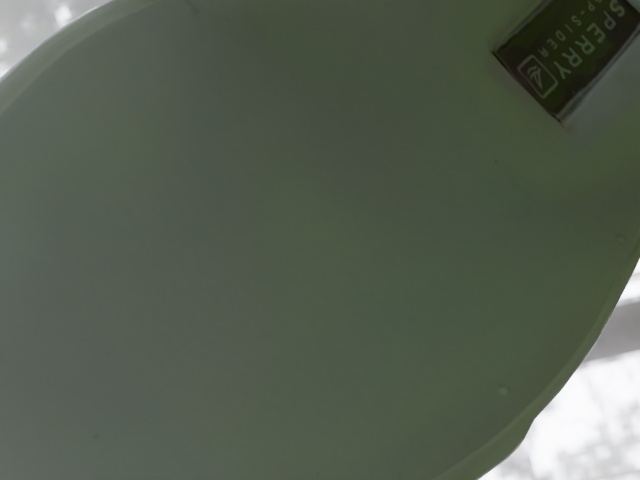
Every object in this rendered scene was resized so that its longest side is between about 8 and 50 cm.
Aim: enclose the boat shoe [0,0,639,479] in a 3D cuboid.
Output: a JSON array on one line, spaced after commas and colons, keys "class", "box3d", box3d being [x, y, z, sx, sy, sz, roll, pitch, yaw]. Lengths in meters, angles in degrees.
[{"class": "boat shoe", "box3d": [-0.005, -0.007, 0.500, 0.136, 0.156, 0.367, 48, -136, -1]}]
